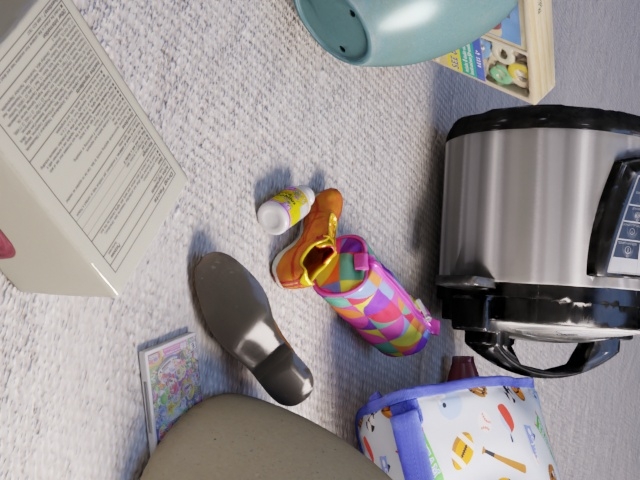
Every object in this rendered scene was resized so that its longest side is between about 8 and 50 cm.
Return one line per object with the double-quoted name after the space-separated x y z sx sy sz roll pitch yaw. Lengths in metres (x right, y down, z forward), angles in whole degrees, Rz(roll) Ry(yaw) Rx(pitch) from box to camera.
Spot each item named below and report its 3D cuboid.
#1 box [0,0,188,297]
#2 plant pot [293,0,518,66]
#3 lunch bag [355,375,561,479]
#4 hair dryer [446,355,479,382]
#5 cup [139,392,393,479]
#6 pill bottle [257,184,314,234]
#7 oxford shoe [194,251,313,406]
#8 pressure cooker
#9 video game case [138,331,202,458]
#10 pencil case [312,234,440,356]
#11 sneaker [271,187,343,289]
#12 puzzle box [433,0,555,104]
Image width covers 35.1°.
-0.239 -0.081 0.850 0.232 0.126 0.149 61 41 -40 "box"
0.079 -0.331 1.270 0.195 0.290 0.290 -45 132 -20 "plant pot"
0.199 0.365 1.426 0.385 0.238 0.328 18 55 -65 "lunch bag"
0.263 0.322 1.777 0.224 0.080 0.294 -74 155 -53 "hair dryer"
-0.022 0.347 1.103 0.331 0.236 0.331 -12 104 -59 "cup"
-0.040 -0.041 1.263 0.083 0.043 0.043 -40 124 -52 "pill bottle"
-0.087 0.099 1.179 0.076 0.076 0.212 -33 112 -8 "oxford shoe"
0.377 0.014 1.654 0.375 0.369 0.421 38 56 -82 "pressure cooker"
-0.160 0.169 1.100 0.087 0.011 0.122 -19 107 -58 "video game case"
0.078 0.082 1.412 0.236 0.104 0.104 42 56 -50 "pencil case"
0.000 0.000 1.310 0.064 0.067 0.175 60 41 -37 "sneaker"
0.177 -0.384 1.336 0.052 0.272 0.409 -44 143 -20 "puzzle box"
